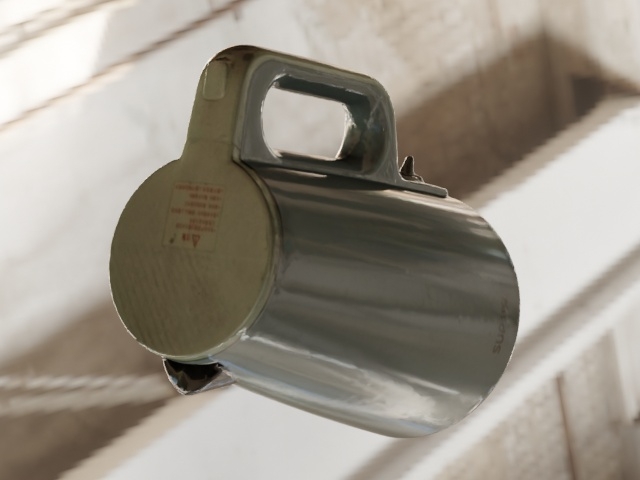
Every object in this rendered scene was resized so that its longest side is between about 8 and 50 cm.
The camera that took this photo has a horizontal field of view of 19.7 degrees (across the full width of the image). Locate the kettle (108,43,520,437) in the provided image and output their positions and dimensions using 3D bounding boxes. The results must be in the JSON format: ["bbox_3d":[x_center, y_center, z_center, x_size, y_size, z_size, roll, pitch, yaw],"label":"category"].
[{"bbox_3d":[0.000,0.000,1.082,0.160,0.211,0.243,12,176,34],"label":"kettle"}]
